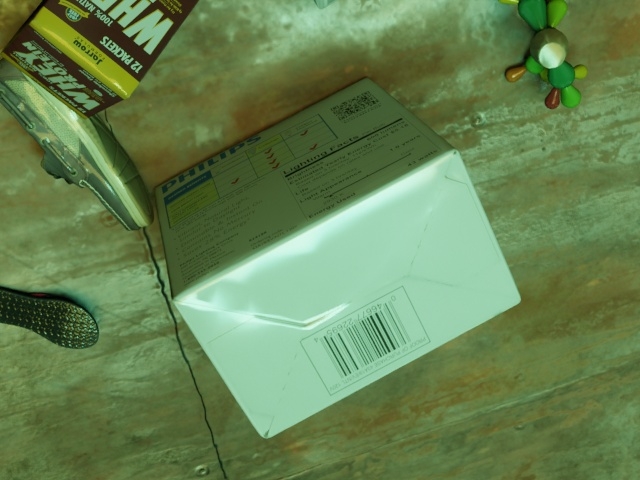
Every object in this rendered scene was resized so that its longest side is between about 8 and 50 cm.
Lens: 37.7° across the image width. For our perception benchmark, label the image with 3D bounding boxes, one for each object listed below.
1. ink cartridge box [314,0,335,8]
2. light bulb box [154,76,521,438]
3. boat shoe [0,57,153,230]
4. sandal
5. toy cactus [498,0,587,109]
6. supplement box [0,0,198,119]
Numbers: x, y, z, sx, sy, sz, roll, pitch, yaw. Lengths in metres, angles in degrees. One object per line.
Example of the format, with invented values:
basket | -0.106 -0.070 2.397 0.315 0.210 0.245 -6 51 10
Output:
ink cartridge box | 0.057 -0.485 1.190 0.296 0.066 0.261 -31 89 0
light bulb box | 0.000 0.000 1.204 0.358 0.361 0.225 -28 116 -1
boat shoe | -0.327 -0.123 1.230 0.092 0.103 0.285 -32 110 7
sandal | -0.399 0.103 1.336 0.179 0.040 0.067 18 101 -3
toy cactus | 0.298 -0.270 1.273 0.112 0.180 0.219 -12 109 14
supplement box | -0.250 -0.267 1.101 0.129 0.191 0.194 38 72 -23
